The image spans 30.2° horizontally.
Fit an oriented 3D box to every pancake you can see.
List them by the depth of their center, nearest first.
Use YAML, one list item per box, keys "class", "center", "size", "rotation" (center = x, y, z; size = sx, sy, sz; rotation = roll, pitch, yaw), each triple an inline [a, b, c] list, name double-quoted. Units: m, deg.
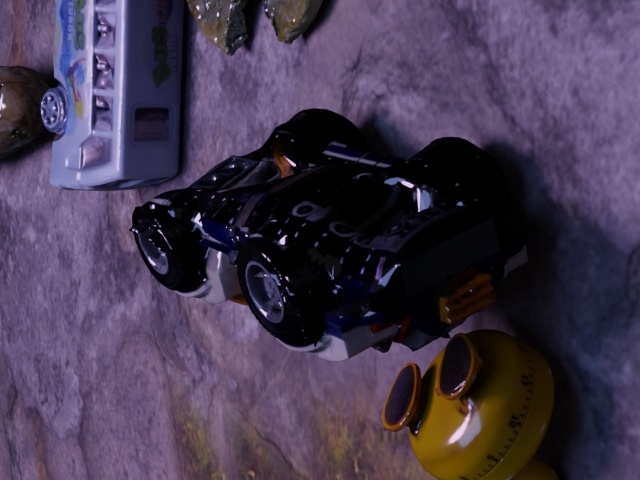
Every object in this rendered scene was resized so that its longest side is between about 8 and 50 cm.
- class: "pancake"
  center: [-0.052, -0.284, 1.017]
  size: [0.253, 0.037, 0.254]
  rotation: [5, 96, 55]

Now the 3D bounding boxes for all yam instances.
- class: "yam"
  center: [-0.446, -0.162, 1.538]
  size: [0.330, 0.133, 0.133]
  rotation: [-6, 87, 52]

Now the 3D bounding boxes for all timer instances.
- class: "timer"
  center: [0.111, 0.115, 0.769]
  size: [0.107, 0.109, 0.107]
  rotation: [-48, 25, 31]

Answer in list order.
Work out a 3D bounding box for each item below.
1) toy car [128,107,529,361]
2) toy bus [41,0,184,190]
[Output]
- class: "toy car"
  center: [0.001, 0.002, 0.819]
  size: [0.301, 0.193, 0.118]
  rotation: [21, 130, 51]
- class: "toy bus"
  center: [-0.202, -0.209, 1.193]
  size: [0.136, 0.109, 0.330]
  rotation: [12, 103, 44]
